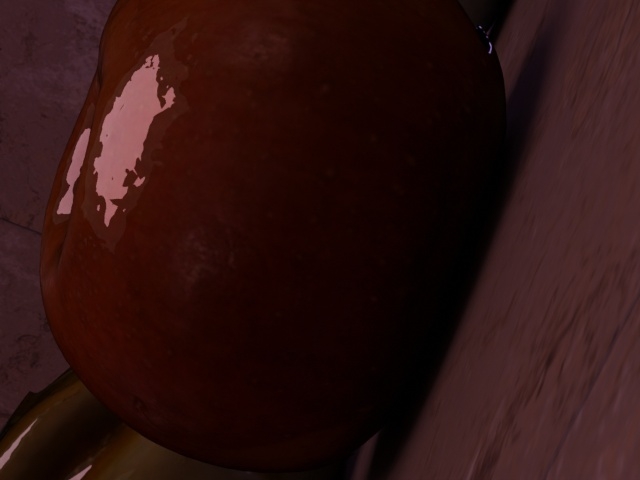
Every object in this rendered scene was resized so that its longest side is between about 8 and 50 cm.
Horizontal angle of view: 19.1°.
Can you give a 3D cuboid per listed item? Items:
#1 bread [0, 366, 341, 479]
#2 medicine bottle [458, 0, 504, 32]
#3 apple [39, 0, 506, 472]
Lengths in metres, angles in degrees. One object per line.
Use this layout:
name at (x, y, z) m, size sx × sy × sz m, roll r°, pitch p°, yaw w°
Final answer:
bread at (-0.121, 0.186, 1.180) m, size 0.341 × 0.210 × 0.300 m, roll -81°, pitch 16°, yaw -78°
medicine bottle at (0.062, -0.200, 1.279) m, size 0.143 × 0.147 × 0.147 m, roll 115°, pitch 176°, yaw -56°
apple at (-0.028, -0.019, 0.939) m, size 0.251 × 0.206 × 0.272 m, roll -75°, pitch 7°, yaw -48°
